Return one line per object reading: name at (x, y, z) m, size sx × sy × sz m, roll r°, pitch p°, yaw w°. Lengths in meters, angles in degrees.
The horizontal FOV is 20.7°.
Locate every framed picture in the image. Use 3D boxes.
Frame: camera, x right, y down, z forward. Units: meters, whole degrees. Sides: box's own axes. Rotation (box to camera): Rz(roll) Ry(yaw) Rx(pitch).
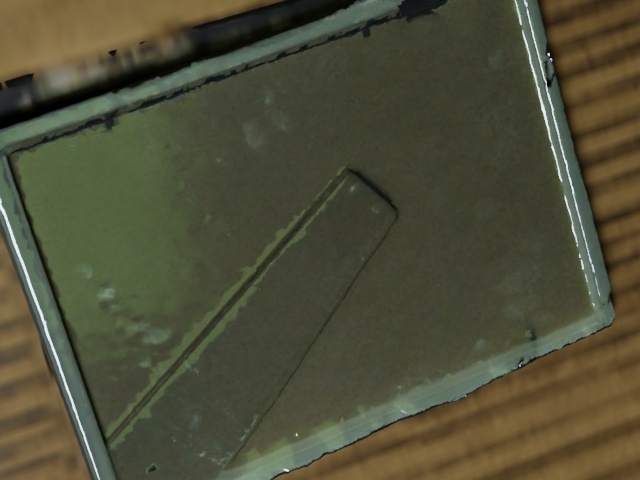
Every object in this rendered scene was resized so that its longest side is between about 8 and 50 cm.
framed picture at (0.000, 0.000, 0.822) m, size 0.281 × 0.019 × 0.208 m, roll -21°, pitch 107°, yaw -17°
